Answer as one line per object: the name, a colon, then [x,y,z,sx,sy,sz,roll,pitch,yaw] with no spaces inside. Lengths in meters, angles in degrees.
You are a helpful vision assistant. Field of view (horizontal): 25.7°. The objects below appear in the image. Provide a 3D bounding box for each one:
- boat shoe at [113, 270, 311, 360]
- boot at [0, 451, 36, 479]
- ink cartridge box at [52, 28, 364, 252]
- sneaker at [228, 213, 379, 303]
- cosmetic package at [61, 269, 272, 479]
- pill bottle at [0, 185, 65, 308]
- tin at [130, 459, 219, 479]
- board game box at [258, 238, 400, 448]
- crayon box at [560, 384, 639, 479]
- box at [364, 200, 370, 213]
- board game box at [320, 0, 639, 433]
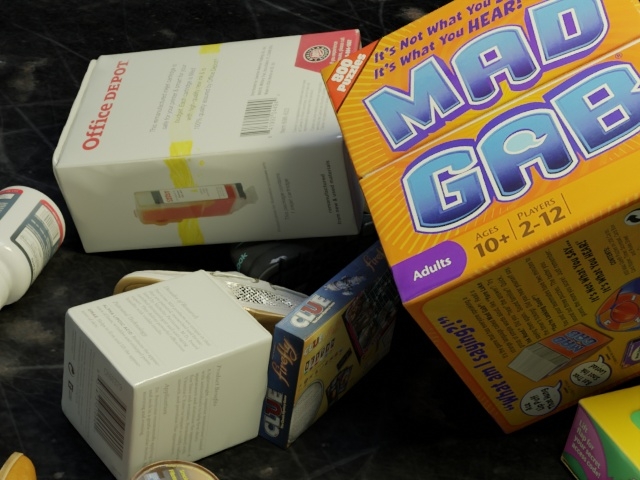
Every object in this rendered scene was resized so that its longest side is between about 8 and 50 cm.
boat shoe: [-0.120,0.084,1.752,0.277,0.098,0.096,15,32,-9]
boot: [-0.235,0.341,1.348,0.211,0.104,0.295,12,38,-7]
ink cartridge box: [-0.133,-0.136,1.901,0.384,0.160,0.279,-4,39,10]
sneaker: [0.000,0.000,1.897,0.267,0.101,0.106,-14,38,-32]
cosmetic package: [-0.175,0.152,1.581,0.183,0.151,0.151,-16,41,-35]
pill bottle: [-0.403,0.019,1.760,0.108,0.108,0.180,15,34,7]
tin: [-0.137,0.306,1.467,0.106,0.040,0.190,-11,39,-22]
board game box: [0.019,0.118,1.669,0.042,0.165,0.243,25,36,22]
crayon box: [0.505,0.299,1.577,0.313,0.106,0.363,-10,38,-25]
box: [0.053,-0.144,2.102,0.311,0.121,0.148,26,38,23]
board game box: [0.265,-0.056,1.630,0.356,0.356,0.356,-26,52,10]
